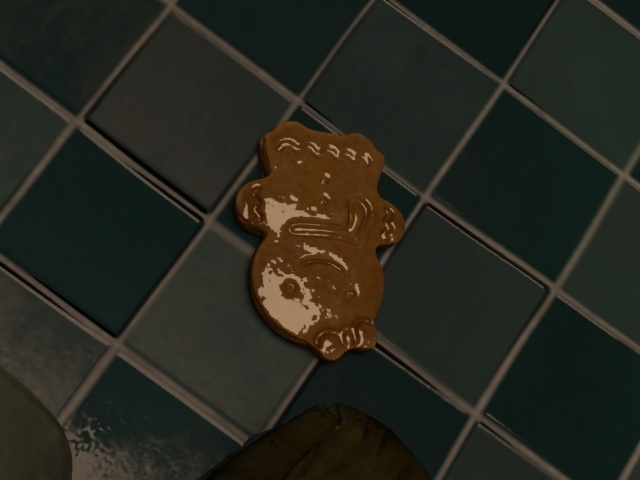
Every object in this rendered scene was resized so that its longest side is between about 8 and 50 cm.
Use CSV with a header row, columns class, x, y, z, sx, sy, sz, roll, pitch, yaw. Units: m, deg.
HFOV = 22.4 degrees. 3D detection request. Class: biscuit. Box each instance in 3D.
class,x,y,z,sx,sy,sz,roll,pitch,yaw
biscuit,-0.004,-0.004,1.226,0.133,0.027,0.184,21,67,-12

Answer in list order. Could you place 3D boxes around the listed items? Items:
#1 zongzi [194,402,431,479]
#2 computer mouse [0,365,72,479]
class,x,y,z,sx,sy,sz,roll,pitch,yaw
zongzi,-0.030,0.216,0.943,0.356,0.393,0.174,-41,89,-28
computer mouse,-0.259,0.126,1.050,0.231,0.079,0.128,44,46,-19
